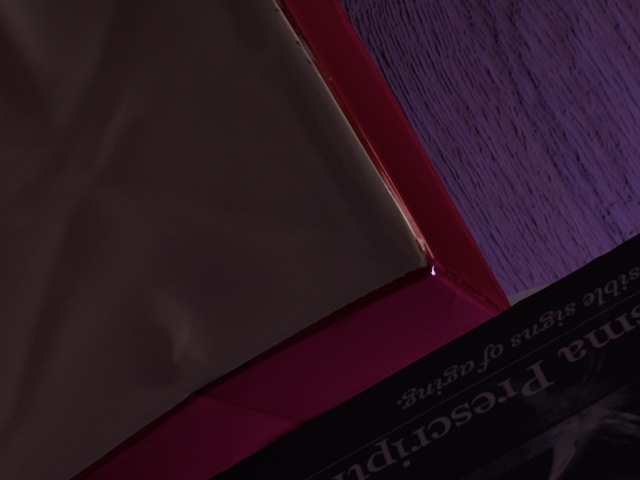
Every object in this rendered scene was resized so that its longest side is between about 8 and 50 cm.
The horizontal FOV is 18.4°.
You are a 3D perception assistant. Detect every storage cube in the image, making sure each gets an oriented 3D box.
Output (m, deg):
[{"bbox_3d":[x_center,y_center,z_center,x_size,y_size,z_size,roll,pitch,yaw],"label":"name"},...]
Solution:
[{"bbox_3d":[-0.060,-0.011,0.753,0.215,0.183,0.193,61,8,14],"label":"storage cube"}]

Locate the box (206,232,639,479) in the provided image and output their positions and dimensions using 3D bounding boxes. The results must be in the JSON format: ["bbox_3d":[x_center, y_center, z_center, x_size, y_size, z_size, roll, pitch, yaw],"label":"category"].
[{"bbox_3d":[0.113,0.165,0.527,0.179,0.343,0.312,56,6,-33],"label":"box"}]

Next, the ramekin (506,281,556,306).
[{"bbox_3d":[0.195,0.176,1.503,0.277,0.277,0.135,-114,178,-49],"label":"ramekin"}]
